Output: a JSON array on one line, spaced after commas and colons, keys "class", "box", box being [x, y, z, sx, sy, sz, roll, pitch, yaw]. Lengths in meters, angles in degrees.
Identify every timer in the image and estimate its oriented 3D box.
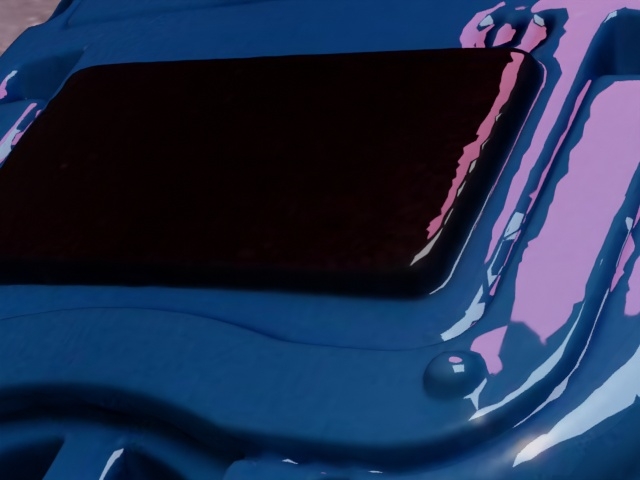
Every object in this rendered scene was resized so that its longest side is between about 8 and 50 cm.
[{"class": "timer", "box": [0.000, 0.000, 0.522, 0.340, 0.115, 0.309, 1, 46, 32]}]
